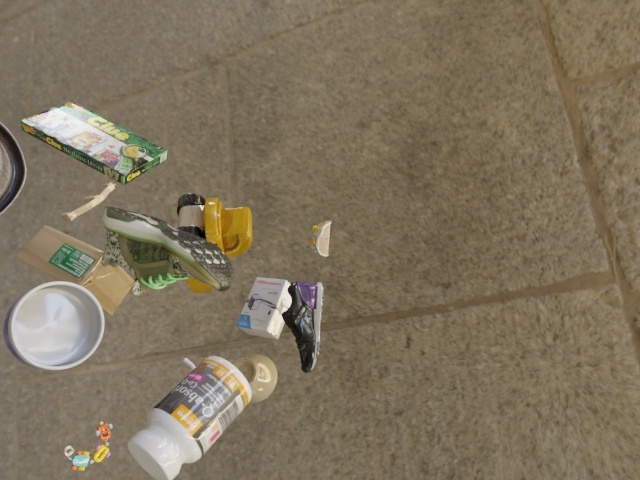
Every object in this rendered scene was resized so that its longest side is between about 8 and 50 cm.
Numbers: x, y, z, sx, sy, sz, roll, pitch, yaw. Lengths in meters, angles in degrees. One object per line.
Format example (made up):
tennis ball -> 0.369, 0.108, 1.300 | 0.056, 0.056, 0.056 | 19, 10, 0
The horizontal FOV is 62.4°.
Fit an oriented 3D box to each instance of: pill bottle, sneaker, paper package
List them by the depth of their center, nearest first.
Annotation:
pill bottle -> -0.308, 0.423, 1.266 | 0.162, 0.162, 0.278 | 20, 42, 27
sneaker -> -0.379, 0.060, 1.275 | 0.411, 0.158, 0.181 | 23, 96, 29
sneaker -> -0.065, 0.267, 1.652 | 0.124, 0.107, 0.282 | 6, 75, -10
paper package -> -0.952, 0.119, 2.082 | 0.325, 0.309, 0.168 | 22, 67, 17

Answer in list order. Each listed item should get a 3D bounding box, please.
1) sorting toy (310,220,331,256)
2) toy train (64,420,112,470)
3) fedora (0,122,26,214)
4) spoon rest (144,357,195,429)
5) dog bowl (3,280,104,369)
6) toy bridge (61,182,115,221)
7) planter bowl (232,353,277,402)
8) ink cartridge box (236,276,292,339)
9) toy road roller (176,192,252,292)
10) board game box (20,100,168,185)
sorting toy -> 0.000, 0.000, 1.223 | 0.045, 0.075, 0.083 | 4, 102, -1
toy train -> -0.776, 0.692, 1.779 | 0.046, 0.166, 0.125 | -8, 102, 45
fedora -> -0.634, -0.134, 0.851 | 0.124, 0.276, 0.243 | -16, 58, 62
spoon rest -> -0.481, 0.524, 1.722 | 0.084, 0.137, 0.276 | 31, 70, -12
dog bowl -> -0.811, 0.261, 1.616 | 0.104, 0.265, 0.264 | -14, 71, 46
toy bridge -> -0.680, -0.120, 1.579 | 0.063, 0.026, 0.188 | -2, 35, 34
planter bowl -> -0.236, 0.444, 1.742 | 0.162, 0.109, 0.161 | -7, 64, 14
ink cartridge box -> -0.182, 0.228, 1.802 | 0.140, 0.082, 0.190 | 2, 60, 35
toy road roller -> -0.342, 0.006, 1.750 | 0.241, 0.329, 0.202 | -3, 49, -4
board game box -> -0.462, -0.206, 1.091 | 0.260, 0.136, 0.030 | 27, 127, 10
